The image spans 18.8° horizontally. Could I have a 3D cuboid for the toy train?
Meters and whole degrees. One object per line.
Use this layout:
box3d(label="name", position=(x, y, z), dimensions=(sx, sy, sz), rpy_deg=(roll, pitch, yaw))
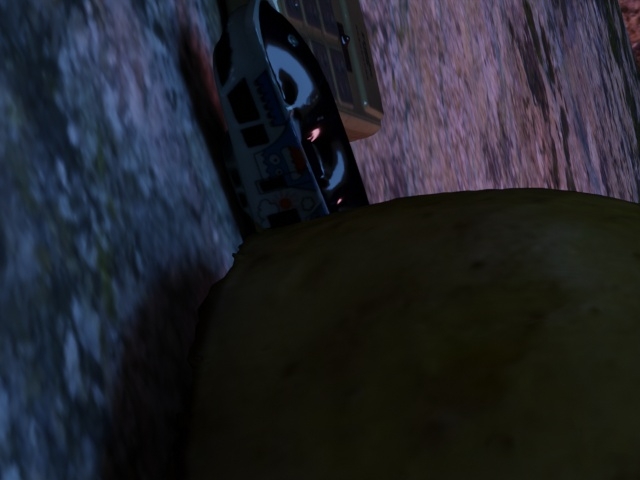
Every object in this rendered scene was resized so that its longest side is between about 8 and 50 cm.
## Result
box3d(label="toy train", position=(0.000, 0.000, 0.758), dimensions=(0.043, 0.047, 0.207), rpy_deg=(-78, 151, -60))

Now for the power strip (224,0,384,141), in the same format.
box3d(label="power strip", position=(-0.004, -0.085, 0.853), dimensions=(0.169, 0.028, 0.076), rpy_deg=(0, 77, -75))

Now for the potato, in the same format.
box3d(label="potato", position=(0.076, 0.098, 0.593), dimensions=(0.285, 0.243, 0.242), rpy_deg=(-73, 148, -59))
